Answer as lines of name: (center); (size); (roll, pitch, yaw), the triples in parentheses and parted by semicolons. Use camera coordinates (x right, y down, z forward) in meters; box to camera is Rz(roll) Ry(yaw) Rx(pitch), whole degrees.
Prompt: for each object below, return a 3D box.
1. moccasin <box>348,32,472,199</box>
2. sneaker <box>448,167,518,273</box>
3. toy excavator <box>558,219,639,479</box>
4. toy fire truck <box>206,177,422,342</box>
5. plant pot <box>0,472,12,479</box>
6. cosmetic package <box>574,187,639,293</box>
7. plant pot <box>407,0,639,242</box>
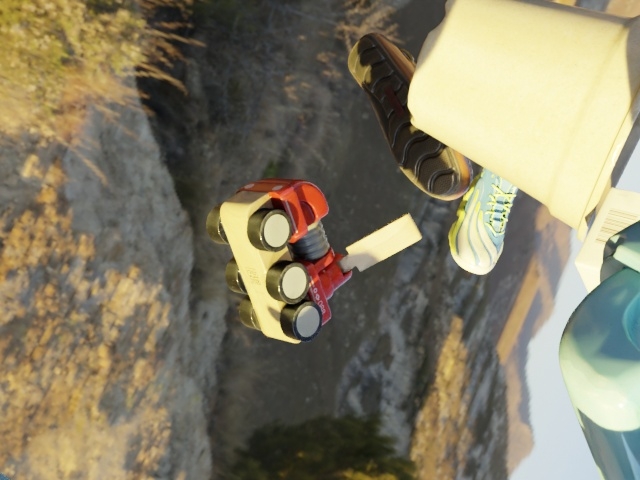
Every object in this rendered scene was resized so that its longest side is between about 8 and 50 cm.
moccasin: (0.183, -0.231, 1.663); (0.147, 0.380, 0.139); (5, 132, -41)
sneaker: (0.275, -0.060, 1.454); (0.240, 0.091, 0.126); (-72, 179, -45)
toy excavator: (0.257, 0.157, 0.583); (0.445, 0.222, 0.433); (-30, -155, -6)
toy fire truck: (0.000, 0.000, 1.246); (0.246, 0.158, 0.217); (-36, 118, -36)
plant pot: (-0.303, 0.229, 0.450); (0.293, 0.293, 0.235); (98, 11, -52)
cosmetic package: (0.409, 0.043, 1.142); (0.117, 0.085, 0.231); (-60, 141, -13)
plant pot: (0.306, -0.210, 1.262); (0.334, 0.305, 0.334); (-53, 158, -31)
